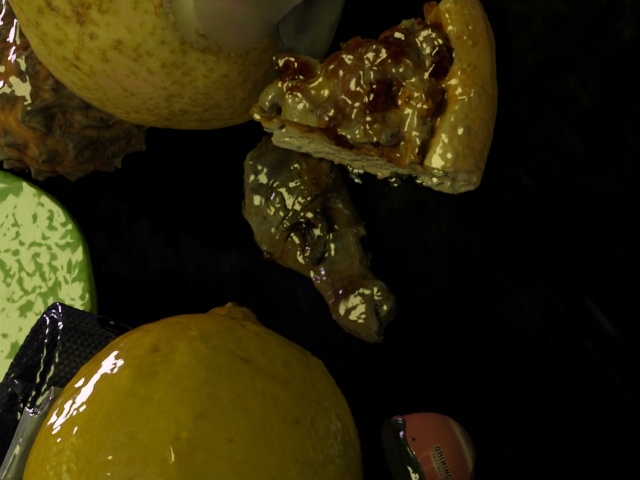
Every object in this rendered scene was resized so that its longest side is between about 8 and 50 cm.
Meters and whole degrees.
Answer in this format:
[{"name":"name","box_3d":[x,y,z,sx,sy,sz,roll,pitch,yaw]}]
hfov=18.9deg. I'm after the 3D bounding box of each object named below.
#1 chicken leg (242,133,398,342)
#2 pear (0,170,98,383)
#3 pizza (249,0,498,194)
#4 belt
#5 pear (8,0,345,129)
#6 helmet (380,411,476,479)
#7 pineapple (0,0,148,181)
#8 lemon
[{"name":"chicken leg","box_3d":[0.001,0.002,1.382,0.085,0.069,0.198,-38,52,5]},{"name":"pear","box_3d":[-0.282,0.052,1.650,0.239,0.139,0.288,-21,76,22]},{"name":"pizza","box_3d":[0.030,-0.103,1.340,0.194,0.069,0.154,-7,72,26]},{"name":"belt","box_3d":[-0.198,0.168,1.508,0.230,0.126,0.139,-62,24,14]},{"name":"pear","box_3d":[-0.111,-0.214,1.442,0.271,0.271,0.271,-22,60,45]},{"name":"helmet","box_3d":[0.074,0.138,1.244,0.084,0.049,0.065,-161,51,-76]},{"name":"pineapple","box_3d":[-0.268,-0.139,1.689,0.361,0.175,0.175,7,82,58]},{"name":"lemon","box_3d":[-0.084,0.174,1.276,0.236,0.236,0.263,-9,26,49]}]
